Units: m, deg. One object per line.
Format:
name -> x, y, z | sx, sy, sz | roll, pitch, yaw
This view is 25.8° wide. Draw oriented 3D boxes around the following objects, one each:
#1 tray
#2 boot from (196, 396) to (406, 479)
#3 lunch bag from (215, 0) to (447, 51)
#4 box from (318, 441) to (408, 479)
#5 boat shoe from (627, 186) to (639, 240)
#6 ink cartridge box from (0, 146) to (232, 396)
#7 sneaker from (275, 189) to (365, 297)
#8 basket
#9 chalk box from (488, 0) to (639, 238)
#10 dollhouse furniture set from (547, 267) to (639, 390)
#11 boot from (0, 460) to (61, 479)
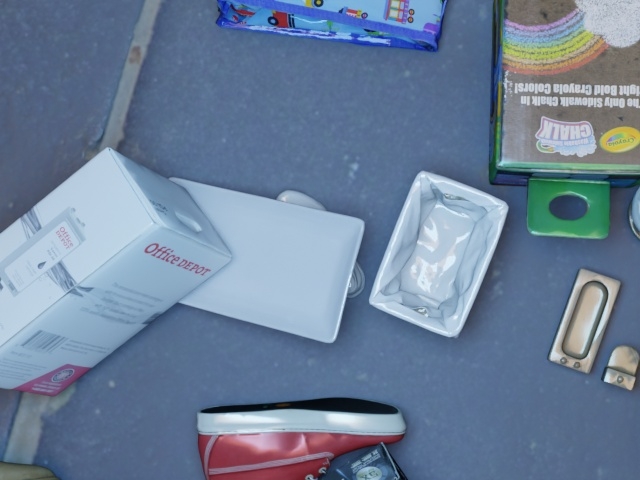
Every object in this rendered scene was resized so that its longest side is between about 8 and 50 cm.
tray -> -0.080, 0.021, 1.628 | 0.270, 0.030, 0.145 | 13, 88, 26
boot -> -0.017, 0.276, 1.621 | 0.244, 0.088, 0.176 | -5, 92, 6
lunch bag -> 0.037, -0.351, 1.638 | 0.293, 0.138, 0.221 | 8, 85, -4
box -> 0.037, 0.341, 1.578 | 0.180, 0.077, 0.147 | -31, 116, 2
boat shoe -> 0.502, -0.057, 1.580 | 0.302, 0.103, 0.113 | -11, 85, 4
ink cartridge box -> -0.269, 0.043, 1.569 | 0.283, 0.207, 0.117 | -38, 69, 9
sneaker -> 0.000, 0.000, 1.643 | 0.053, 0.061, 0.152 | -39, 83, 4
basket -> 0.136, 0.018, 1.608 | 0.113, 0.103, 0.167 | 22, 88, 6
chalk box -> 0.282, -0.146, 1.570 | 0.180, 0.179, 0.289 | 3, 88, 4
dollhouse furniture set -> 0.354, 0.095, 1.573 | 0.151, 0.123, 0.144 | 20, 88, 6
boot -> -0.441, 0.201, 1.642 | 0.089, 0.236, 0.269 | -45, 58, 40
